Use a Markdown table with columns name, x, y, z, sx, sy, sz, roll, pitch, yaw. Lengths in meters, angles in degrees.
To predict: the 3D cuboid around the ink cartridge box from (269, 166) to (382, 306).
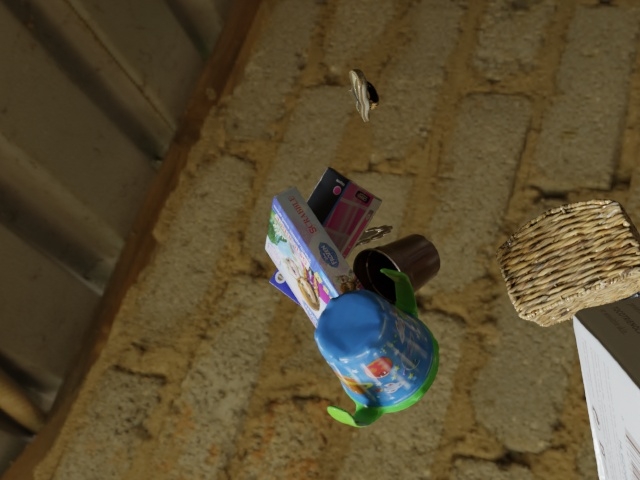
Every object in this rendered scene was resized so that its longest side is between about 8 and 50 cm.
| name | x | y | z | sx | sy | sz | roll | pitch | yaw |
| --- | --- | --- | --- | --- | --- | --- | --- | --- | --- |
| ink cartridge box | 0.000 | 0.000 | 2.138 | 0.370 | 0.176 | 0.069 | -60 | -29 | 8 |

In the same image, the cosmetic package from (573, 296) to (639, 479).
| name | x | y | z | sx | sy | sz | roll | pitch | yaw |
| --- | --- | --- | --- | --- | --- | --- | --- | --- | --- |
| cosmetic package | 0.582 | 0.248 | 0.996 | 0.327 | 0.394 | 0.329 | -85 | -18 | -77 |

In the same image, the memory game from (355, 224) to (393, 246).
| name | x | y | z | sx | sy | sz | roll | pitch | yaw |
| --- | --- | --- | --- | --- | --- | --- | --- | --- | --- |
| memory game | 0.118 | -0.006 | 2.217 | 0.186 | 0.186 | 0.012 | -34 | -73 | -59 |

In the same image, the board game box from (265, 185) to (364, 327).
| name | x | y | z | sx | sy | sz | roll | pitch | yaw |
| --- | --- | --- | --- | --- | --- | --- | --- | --- | --- |
| board game box | -0.022 | 0.070 | 1.939 | 0.066 | 0.318 | 0.318 | -28 | -18 | -18 |

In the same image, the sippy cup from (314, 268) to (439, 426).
| name | x | y | z | sx | sy | sz | roll | pitch | yaw |
| --- | --- | --- | --- | --- | --- | --- | --- | --- | --- |
| sippy cup | 0.106 | 0.219 | 1.656 | 0.224 | 0.240 | 0.305 | 48 | -157 | -49 |

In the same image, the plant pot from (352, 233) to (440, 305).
| name | x | y | z | sx | sy | sz | roll | pitch | yaw |
| --- | --- | --- | --- | --- | --- | --- | --- | --- | --- |
| plant pot | 0.195 | 0.070 | 1.905 | 0.165 | 0.167 | 0.166 | -26 | -56 | -39 |

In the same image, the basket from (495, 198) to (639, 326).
| name | x | y | z | sx | sy | sz | roll | pitch | yaw |
| --- | --- | --- | --- | --- | --- | --- | --- | --- | --- |
| basket | 0.568 | 0.045 | 1.758 | 0.223 | 0.299 | 0.213 | 20 | -133 | -59 |

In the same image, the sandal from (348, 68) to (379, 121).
| name | x | y | z | sx | sy | sz | roll | pitch | yaw |
| --- | --- | --- | --- | --- | --- | --- | --- | --- | --- |
| sandal | 0.088 | -0.282 | 1.510 | 0.180 | 0.049 | 0.072 | 74 | 173 | -77 |

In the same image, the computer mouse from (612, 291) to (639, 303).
| name | x | y | z | sx | sy | sz | roll | pitch | yaw |
| --- | --- | --- | --- | --- | --- | --- | --- | --- | --- |
| computer mouse | 0.851 | 0.075 | 2.012 | 0.272 | 0.189 | 0.072 | -31 | -86 | -48 |
